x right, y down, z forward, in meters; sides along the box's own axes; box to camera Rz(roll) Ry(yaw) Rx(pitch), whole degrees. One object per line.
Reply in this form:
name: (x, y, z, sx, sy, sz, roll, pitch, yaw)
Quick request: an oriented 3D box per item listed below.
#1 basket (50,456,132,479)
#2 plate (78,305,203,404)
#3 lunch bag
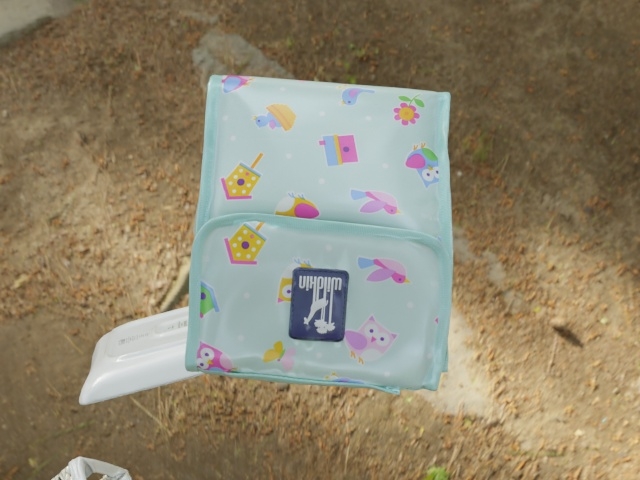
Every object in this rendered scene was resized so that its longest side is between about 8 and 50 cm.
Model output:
basket: (-0.310, 0.396, 1.159, 0.103, 0.113, 0.167, -35, 54, 10)
plate: (-0.193, 0.136, 1.198, 0.278, 0.277, 0.045, -15, 100, -8)
lunch bag: (0.000, 0.000, 0.748, 0.223, 0.160, 0.262, 5, 66, -3)
